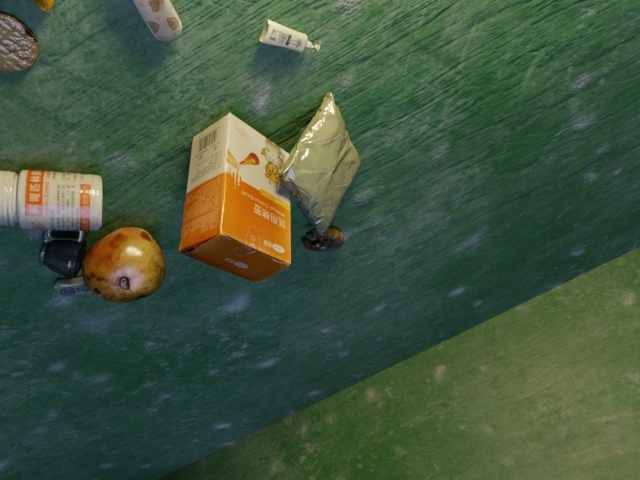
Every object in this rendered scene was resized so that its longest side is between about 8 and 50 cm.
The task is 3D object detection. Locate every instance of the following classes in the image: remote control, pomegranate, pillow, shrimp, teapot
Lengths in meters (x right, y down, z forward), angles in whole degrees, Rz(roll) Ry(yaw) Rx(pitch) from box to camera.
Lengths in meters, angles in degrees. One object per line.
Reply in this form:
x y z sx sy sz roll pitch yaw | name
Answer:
-0.729 0.138 1.436 0.122 0.032 0.074 -12 140 -14 | remote control
-0.537 0.062 1.315 0.215 0.215 0.215 -13 140 -11 | pomegranate
0.017 -0.192 1.262 0.274 0.076 0.280 -61 146 -21 | pillow
0.002 0.002 1.603 0.132 0.051 0.187 -38 141 19 | shrimp
-0.688 0.027 1.270 0.108 0.111 0.149 14 136 -18 | teapot

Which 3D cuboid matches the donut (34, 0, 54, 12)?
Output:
-0.517 -0.448 0.851 0.067 0.038 0.083 -12 139 -17 | donut

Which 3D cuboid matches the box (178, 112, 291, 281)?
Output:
-0.194 -0.096 1.152 0.143 0.341 0.225 -22 146 34 | box

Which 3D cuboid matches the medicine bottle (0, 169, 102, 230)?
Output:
-0.649 -0.093 1.120 0.252 0.144 0.144 0 136 -24 | medicine bottle

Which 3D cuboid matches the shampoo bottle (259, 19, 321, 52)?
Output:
-0.064 -0.447 1.066 0.141 0.034 0.049 6 127 -31 | shampoo bottle

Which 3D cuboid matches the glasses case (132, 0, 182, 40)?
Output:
-0.326 -0.463 0.918 0.063 0.041 0.164 -23 142 1 | glasses case

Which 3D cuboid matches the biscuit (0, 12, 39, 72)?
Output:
-0.605 -0.375 0.911 0.120 0.015 0.120 -13 141 -11 | biscuit
